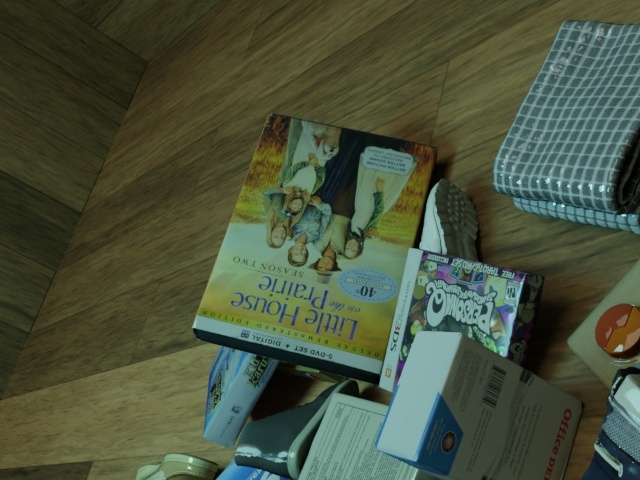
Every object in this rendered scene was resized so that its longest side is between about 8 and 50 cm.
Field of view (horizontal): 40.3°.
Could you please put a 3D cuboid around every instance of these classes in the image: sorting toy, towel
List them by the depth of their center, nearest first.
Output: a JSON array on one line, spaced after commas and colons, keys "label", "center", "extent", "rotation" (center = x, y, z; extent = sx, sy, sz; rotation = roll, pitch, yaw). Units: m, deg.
[{"label": "sorting toy", "center": [0.416, 0.052, 0.938], "extent": [0.307, 0.041, 0.229], "rotation": [-52, 28, 13]}, {"label": "towel", "center": [0.372, -0.162, 1.139], "extent": [0.235, 0.121, 0.283], "rotation": [16, 76, 61]}]

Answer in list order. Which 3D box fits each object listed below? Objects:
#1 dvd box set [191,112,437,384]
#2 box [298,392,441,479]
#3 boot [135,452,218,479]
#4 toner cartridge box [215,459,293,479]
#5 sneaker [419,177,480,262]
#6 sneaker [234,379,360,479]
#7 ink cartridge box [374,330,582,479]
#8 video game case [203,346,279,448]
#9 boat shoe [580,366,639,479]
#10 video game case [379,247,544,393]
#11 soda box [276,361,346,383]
[{"label": "dvd box set", "center": [0.000, 0.000, 1.429], "extent": [0.062, 0.308, 0.420], "rotation": [86, -161, -63]}, {"label": "box", "center": [0.097, 0.300, 1.122], "extent": [0.232, 0.127, 0.148], "rotation": [0, 63, 59]}, {"label": "boot", "center": [-0.285, 0.500, 1.582], "extent": [0.262, 0.095, 0.203], "rotation": [-29, 39, 46]}, {"label": "toner cartridge box", "center": [-0.139, 0.448, 1.331], "extent": [0.348, 0.075, 0.165], "rotation": [-48, 24, -10]}, {"label": "sneaker", "center": [0.183, 0.005, 1.328], "extent": [0.095, 0.090, 0.235], "rotation": [-46, 27, 43]}, {"label": "sneaker", "center": [-0.030, 0.266, 1.292], "extent": [0.118, 0.083, 0.222], "rotation": [1, 19, 30]}, {"label": "ink cartridge box", "center": [0.184, 0.210, 0.990], "extent": [0.086, 0.203, 0.148], "rotation": [-6, 57, 59]}, {"label": "video game case", "center": [-0.129, 0.198, 1.561], "extent": [0.244, 0.061, 0.269], "rotation": [-63, 12, 14]}, {"label": "boat shoe", "center": [0.364, 0.264, 0.760], "extent": [0.340, 0.127, 0.158], "rotation": [51, 129, 57]}, {"label": "video game case", "center": [0.181, 0.128, 1.167], "extent": [0.232, 0.042, 0.210], "rotation": [15, 93, 56]}, {"label": "soda box", "center": [-0.019, 0.201, 1.486], "extent": [0.181, 0.058, 0.061], "rotation": [-5, 59, 57]}]
